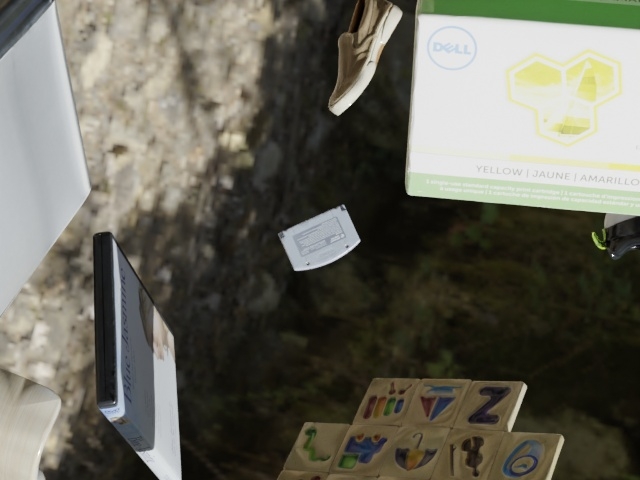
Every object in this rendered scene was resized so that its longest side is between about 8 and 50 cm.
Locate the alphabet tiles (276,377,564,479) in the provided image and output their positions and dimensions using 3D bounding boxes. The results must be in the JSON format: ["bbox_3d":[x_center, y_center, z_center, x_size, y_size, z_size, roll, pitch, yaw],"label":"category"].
[{"bbox_3d":[0.055,0.259,1.172,0.011,0.285,0.342,55,47,-34],"label":"alphabet tiles"}]

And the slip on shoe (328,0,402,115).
[{"bbox_3d":[0.033,-0.176,1.249,0.051,0.041,0.135,-29,-150,61],"label":"slip on shoe"}]

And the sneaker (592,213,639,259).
[{"bbox_3d":[0.409,0.009,1.422,0.084,0.235,0.097,37,67,-76],"label":"sneaker"}]

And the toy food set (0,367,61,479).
[{"bbox_3d":[-0.310,0.168,1.096,0.306,0.220,0.092,103,10,-54],"label":"toy food set"}]

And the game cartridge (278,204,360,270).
[{"bbox_3d":[0.000,0.000,1.528,0.017,0.083,0.056,73,-6,-77],"label":"game cartridge"}]

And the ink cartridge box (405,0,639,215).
[{"bbox_3d":[0.136,-0.123,0.703,0.056,0.171,0.235,-77,171,-49],"label":"ink cartridge box"}]

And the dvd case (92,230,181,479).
[{"bbox_3d":[-0.182,0.125,1.345,0.253,0.022,0.180,72,11,-62],"label":"dvd case"}]

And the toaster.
[{"bbox_3d":[-0.197,-0.038,0.531,0.185,0.168,0.110,-66,156,-51],"label":"toaster"}]
